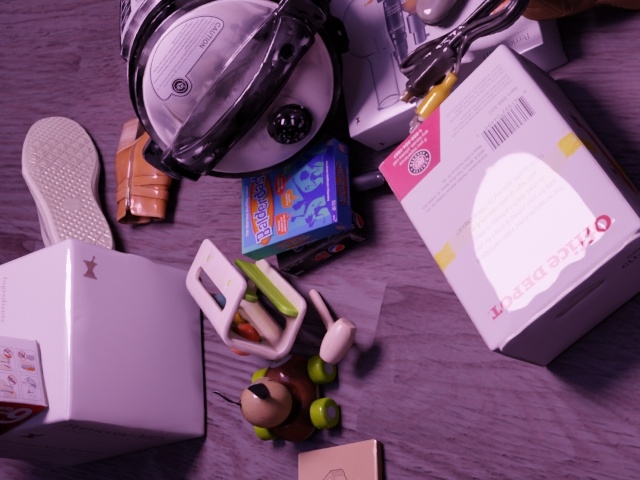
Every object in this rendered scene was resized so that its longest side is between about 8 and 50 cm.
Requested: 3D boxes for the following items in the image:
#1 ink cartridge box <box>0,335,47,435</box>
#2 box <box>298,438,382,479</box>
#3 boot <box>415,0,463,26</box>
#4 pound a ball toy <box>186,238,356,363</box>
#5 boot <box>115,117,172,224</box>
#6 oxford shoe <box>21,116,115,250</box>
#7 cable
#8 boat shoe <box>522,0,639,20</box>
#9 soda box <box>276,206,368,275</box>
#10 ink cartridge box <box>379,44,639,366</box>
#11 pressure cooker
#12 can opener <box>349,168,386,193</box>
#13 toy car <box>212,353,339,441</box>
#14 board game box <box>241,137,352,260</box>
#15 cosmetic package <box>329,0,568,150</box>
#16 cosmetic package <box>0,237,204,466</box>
[{"bbox_3d":[-0.657,0.254,1.825,0.271,0.309,0.130,-32,61,30],"label":"ink cartridge box"},{"bbox_3d":[0.031,0.434,1.812,0.164,0.021,0.201,-17,62,34],"label":"box"},{"bbox_3d":[0.185,-0.475,1.757,0.083,0.161,0.247,31,96,42],"label":"boot"},{"bbox_3d":[-0.097,0.127,1.923,0.136,0.208,0.319,-66,25,8],"label":"pound a ball toy"},{"bbox_3d":[-0.320,-0.154,2.237,0.283,0.109,0.220,-12,68,39],"label":"boot"},{"bbox_3d":[-0.540,-0.084,2.387,0.130,0.169,0.449,108,147,-49],"label":"oxford shoe"},{"bbox_3d":[0.218,-0.295,1.730,0.287,0.072,0.139,-43,33,27],"label":"cable"},{"bbox_3d":[0.430,-0.402,1.662,0.285,0.105,0.089,-5,53,13],"label":"boat shoe"},{"bbox_3d":[0.000,0.000,1.961,0.169,0.053,0.060,-28,60,30],"label":"soda box"},{"bbox_3d":[0.301,-0.048,1.653,0.279,0.160,0.385,-43,53,22],"label":"ink cartridge box"},{"bbox_3d":[-0.147,-0.316,1.910,0.420,0.375,0.370,-107,10,-54],"label":"pressure cooker"},{"bbox_3d":[0.053,-0.095,1.949,0.186,0.059,0.073,-19,109,40],"label":"can opener"},{"bbox_3d":[-0.086,0.253,1.864,0.155,0.188,0.149,-18,65,34],"label":"toy car"},{"bbox_3d":[-0.045,-0.069,1.942,0.210,0.047,0.160,-20,61,33],"label":"board game box"},{"bbox_3d":[0.201,-0.354,1.878,0.377,0.097,0.285,-24,65,32],"label":"cosmetic package"},{"bbox_3d":[-0.471,0.225,2.101,0.393,0.329,0.328,-19,65,35],"label":"cosmetic package"}]
